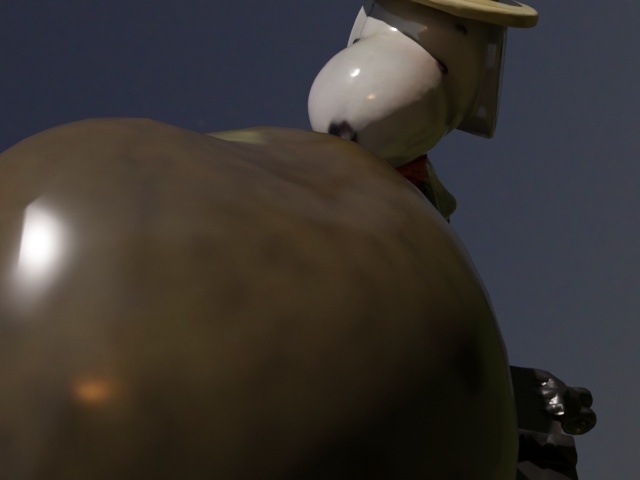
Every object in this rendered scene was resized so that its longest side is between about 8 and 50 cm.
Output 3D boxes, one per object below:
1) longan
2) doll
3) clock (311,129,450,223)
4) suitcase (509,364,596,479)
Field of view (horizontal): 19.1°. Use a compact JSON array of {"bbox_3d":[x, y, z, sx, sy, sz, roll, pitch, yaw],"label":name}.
[{"bbox_3d":[-0.068,0.111,1.053,0.404,0.336,0.404,0,-90,-44],"label":"longan"},{"bbox_3d":[0.061,-0.079,1.348,0.208,0.144,0.271,-53,-27,-27],"label":"doll"},{"bbox_3d":[0.000,0.000,1.517,0.215,0.042,0.215,-13,-39,-11],"label":"clock"},{"bbox_3d":[0.013,0.211,1.482,0.194,0.434,0.283,120,154,-42],"label":"suitcase"}]
